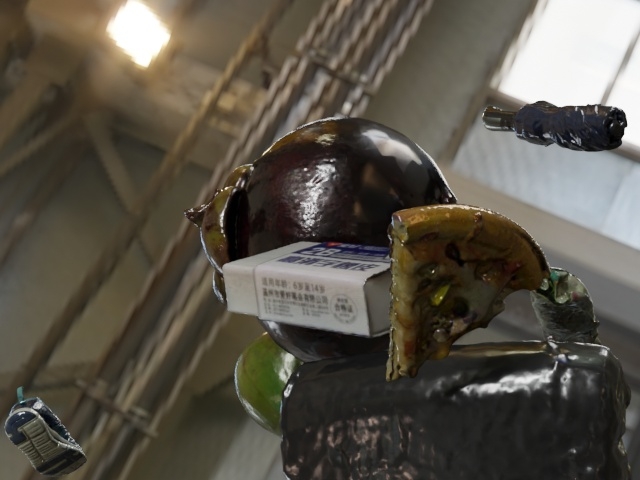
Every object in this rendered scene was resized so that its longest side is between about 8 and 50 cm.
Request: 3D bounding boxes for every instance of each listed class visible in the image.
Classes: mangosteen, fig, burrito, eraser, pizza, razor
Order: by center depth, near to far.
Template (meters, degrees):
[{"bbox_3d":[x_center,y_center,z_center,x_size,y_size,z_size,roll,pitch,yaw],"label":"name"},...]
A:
[{"bbox_3d":[0.099,0.046,1.290,0.184,0.036,0.176,31,-83,-42],"label":"pizza"},{"bbox_3d":[0.123,0.190,1.422,0.107,0.326,0.189,-5,-89,-65],"label":"razor"},{"bbox_3d":[0.015,0.044,1.540,0.124,0.210,0.068,-18,-74,-42],"label":"eraser"},{"bbox_3d":[0.000,0.000,1.854,0.307,0.347,0.307,1,-90,-67],"label":"mangosteen"},{"bbox_3d":[-0.018,0.201,2.108,0.181,0.191,0.181,-14,-46,-15],"label":"fig"},{"bbox_3d":[0.386,0.115,2.408,0.309,0.096,0.066,56,-155,-61],"label":"burrito"}]

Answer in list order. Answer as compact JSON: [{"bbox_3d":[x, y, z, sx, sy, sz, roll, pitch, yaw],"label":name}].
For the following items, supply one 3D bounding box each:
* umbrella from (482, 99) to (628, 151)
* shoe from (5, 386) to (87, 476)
[{"bbox_3d":[0.288,-0.142,1.937,0.071,0.248,0.071,-3,-85,-37],"label":"umbrella"},{"bbox_3d":[-0.366,0.260,2.044,0.143,0.064,0.071,52,-165,-36],"label":"shoe"}]
